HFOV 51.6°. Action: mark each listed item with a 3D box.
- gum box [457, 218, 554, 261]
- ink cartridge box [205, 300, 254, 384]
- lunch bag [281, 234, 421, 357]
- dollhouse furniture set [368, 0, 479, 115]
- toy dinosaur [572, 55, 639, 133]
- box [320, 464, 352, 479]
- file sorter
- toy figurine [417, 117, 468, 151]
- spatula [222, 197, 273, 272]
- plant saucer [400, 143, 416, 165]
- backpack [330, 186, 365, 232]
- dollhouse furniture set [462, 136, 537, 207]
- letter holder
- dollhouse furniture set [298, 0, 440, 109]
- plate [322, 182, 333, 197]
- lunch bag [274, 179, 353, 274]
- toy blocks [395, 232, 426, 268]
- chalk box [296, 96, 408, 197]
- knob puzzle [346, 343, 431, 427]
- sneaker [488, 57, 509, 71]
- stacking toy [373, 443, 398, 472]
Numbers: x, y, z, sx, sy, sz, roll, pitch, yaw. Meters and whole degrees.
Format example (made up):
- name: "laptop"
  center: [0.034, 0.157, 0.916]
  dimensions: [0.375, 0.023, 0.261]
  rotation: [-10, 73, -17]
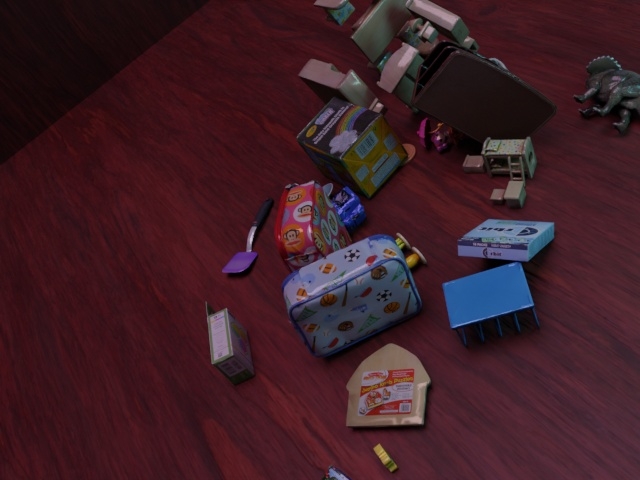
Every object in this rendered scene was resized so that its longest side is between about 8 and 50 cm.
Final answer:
- name: "gum box"
  center: [0.416, -0.003, 1.480]
  dimensions: [0.157, 0.041, 0.184]
  rotation: [5, 18, 35]
- name: "ink cartridge box"
  center: [-0.231, 0.247, 1.677]
  dimensions: [0.062, 0.109, 0.209]
  rotation: [-26, 43, 8]
- name: "lunch bag"
  center: [0.067, 0.134, 1.503]
  dimensions: [0.303, 0.243, 0.115]
  rotation: [-24, 44, 2]
- name: "dollhouse furniture set"
  center: [0.263, -0.513, 1.962]
  dimensions: [0.174, 0.303, 0.355]
  rotation: [40, 102, 28]
- name: "toy dinosaur"
  center: [0.733, -0.363, 1.626]
  dimensions: [0.160, 0.121, 0.313]
  rotation: [-48, 38, 5]
- name: "box"
  center: [0.069, 0.573, 1.178]
  dimensions: [0.293, 0.057, 0.201]
  rotation: [30, 77, 39]
- name: "file sorter"
  center: [0.363, 0.142, 1.407]
  dimensions: [0.170, 0.104, 0.118]
  rotation: [-18, 44, 16]
- name: "toy figurine"
  center: [0.353, -0.308, 1.842]
  dimensions: [0.159, 0.130, 0.173]
  rotation: [-37, 65, 17]
- name: "spatula"
  center: [-0.199, -0.018, 1.954]
  dimensions: [0.084, 0.030, 0.296]
  rotation: [0, 52, 30]
- name: "plant saucer"
  center: [0.234, -0.249, 1.907]
  dimensions: [0.083, 0.013, 0.083]
  rotation: [-17, 45, 17]
- name: "backpack"
  center: [0.055, -0.070, 1.795]
  dimensions: [0.120, 0.098, 0.101]
  rotation: [-39, 62, -8]
- name: "dollhouse furniture set"
  center: [0.423, -0.173, 1.656]
  dimensions: [0.182, 0.101, 0.161]
  rotation: [4, 55, 35]
- name: "letter holder"
  center: [0.416, -0.384, 1.656]
  dimensions: [0.214, 0.302, 0.152]
  rotation: [-48, 21, 52]
- name: "dollhouse furniture set"
  center: [0.157, -0.579, 1.986]
  dimensions: [0.394, 0.362, 0.256]
  rotation: [-52, 39, -1]
- name: "plate"
  center: [-0.026, -0.087, 1.872]
  dimensions: [0.188, 0.024, 0.188]
  rotation: [-42, 16, 15]
- name: "lunch bag"
  center: [0.000, 0.000, 1.622]
  dimensions: [0.120, 0.293, 0.258]
  rotation: [-14, 42, 19]
- name: "toy blocks"
  center: [0.170, 0.063, 1.635]
  dimensions: [0.148, 0.054, 0.123]
  rotation: [-39, 43, -4]
- name: "chalk box"
  center: [0.071, -0.278, 1.906]
  dimensions: [0.180, 0.179, 0.289]
  rotation: [-48, 41, -7]
- name: "knob puzzle"
  center: [0.149, 0.315, 1.438]
  dimensions: [0.213, 0.030, 0.213]
  rotation: [-18, 45, 19]
- name: "sneaker"
  center: [0.479, -0.481, 1.885]
  dimensions: [0.099, 0.121, 0.262]
  rotation: [-35, 40, 1]
- name: "stacking toy"
  center: [0.110, 0.521, 1.260]
  dimensions: [0.167, 0.052, 0.221]
  rotation: [-38, 43, -4]
